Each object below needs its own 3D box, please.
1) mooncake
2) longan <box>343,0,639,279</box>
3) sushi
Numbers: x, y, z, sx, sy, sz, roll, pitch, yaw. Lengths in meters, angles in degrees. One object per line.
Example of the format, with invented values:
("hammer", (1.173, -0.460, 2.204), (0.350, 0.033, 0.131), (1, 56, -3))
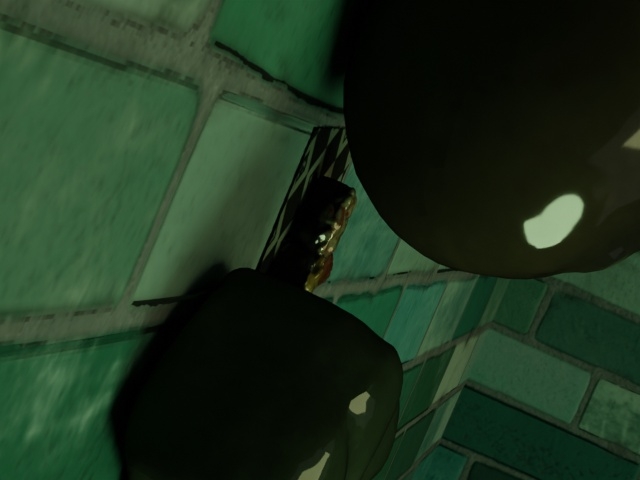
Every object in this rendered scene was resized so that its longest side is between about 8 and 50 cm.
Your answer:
("mooncake", (-0.033, 0.104, 0.767), (0.168, 0.104, 0.175), (-60, 166, -3))
("longan", (0.112, -0.082, 0.827), (0.220, 0.197, 0.196), (-30, 162, -9))
("sushi", (0.000, 0.000, 0.906), (0.126, 0.026, 0.120), (-12, 125, -78))
